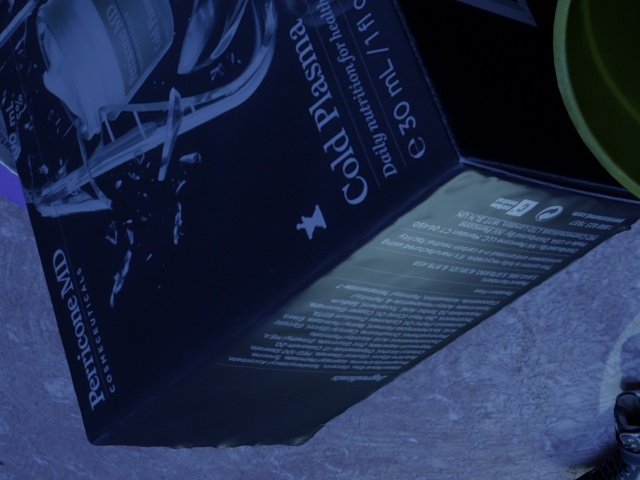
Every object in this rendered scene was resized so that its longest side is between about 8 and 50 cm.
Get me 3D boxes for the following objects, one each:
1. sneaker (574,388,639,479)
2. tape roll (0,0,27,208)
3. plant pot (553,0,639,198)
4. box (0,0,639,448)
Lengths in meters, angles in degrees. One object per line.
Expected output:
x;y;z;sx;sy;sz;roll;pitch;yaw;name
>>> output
0.376;0.275;1.720;0.226;0.086;0.163;-26;127;22;sneaker
-0.309;-0.158;1.610;0.274;0.090;0.275;10;130;12;tape roll
0.391;-0.246;1.074;0.366;0.353;0.366;10;133;11;plant pot
-0.029;-0.123;1.248;0.297;0.480;0.471;7;144;-45;box
